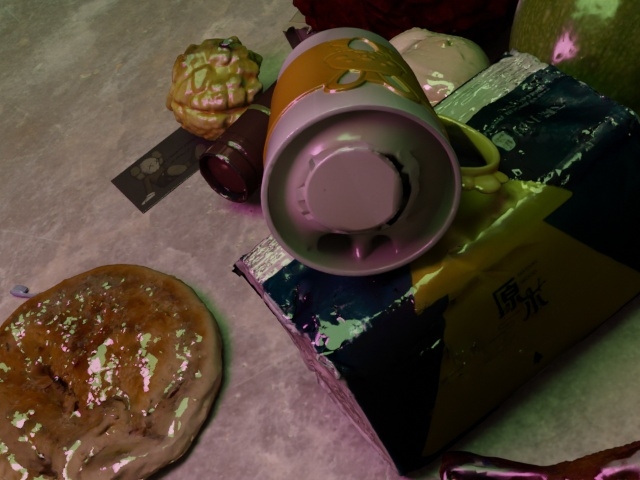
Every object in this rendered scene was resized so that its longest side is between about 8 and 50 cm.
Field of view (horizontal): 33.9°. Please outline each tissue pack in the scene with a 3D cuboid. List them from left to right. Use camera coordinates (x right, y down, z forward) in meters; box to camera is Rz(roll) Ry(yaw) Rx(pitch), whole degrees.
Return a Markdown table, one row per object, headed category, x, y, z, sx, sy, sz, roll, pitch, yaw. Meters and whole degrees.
| category | x | y | z | sx | sy | sz | roll | pitch | yaw |
| --- | --- | --- | --- | --- | --- | --- | --- | --- | --- |
| tissue pack | 0.151 | 0.023 | 1.166 | 0.416 | 0.264 | 0.253 | -36 | 44 | -8 |

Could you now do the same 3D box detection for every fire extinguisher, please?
| category | x | y | z | sx | sy | sz | roll | pitch | yaw |
| --- | --- | --- | --- | --- | --- | --- | --- | --- | --- |
| fire extinguisher | -0.050 | -0.197 | 1.608 | 0.141 | 0.105 | 0.341 | -7 | 36 | 52 |

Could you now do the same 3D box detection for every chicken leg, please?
| category | x | y | z | sx | sy | sz | roll | pitch | yaw |
| --- | --- | --- | --- | --- | --- | --- | --- | --- | --- |
| chicken leg | 0.307 | 0.219 | 1.026 | 0.407 | 0.096 | 0.158 | -17 | 40 | 16 |

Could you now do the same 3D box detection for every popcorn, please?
| category | x | y | z | sx | sy | sz | roll | pitch | yaw |
| --- | --- | --- | --- | --- | --- | --- | --- | --- | --- |
| popcorn | -0.159 | -0.245 | 1.674 | 0.173 | 0.142 | 0.173 | -18 | 52 | 25 |

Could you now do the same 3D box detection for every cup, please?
| category | x | y | z | sx | sy | sz | roll | pitch | yaw |
| --- | --- | --- | --- | --- | --- | --- | --- | --- | --- |
| cup | 0.058 | -0.095 | 1.033 | 0.241 | 0.185 | 0.226 | 5 | 35 | -9 |

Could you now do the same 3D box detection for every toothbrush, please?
| category | x | y | z | sx | sy | sz | roll | pitch | yaw |
| --- | --- | --- | --- | --- | --- | --- | --- | --- | --- |
| toothbrush | -0.399 | 0.083 | 1.588 | 0.193 | 0.013 | 0.019 | 4 | 43 | 32 |

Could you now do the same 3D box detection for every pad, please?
| category | x | y | z | sx | sy | sz | roll | pitch | yaw |
| --- | --- | --- | --- | --- | --- | --- | --- | --- | --- |
| pad | -0.243 | -0.130 | 1.715 | 0.190 | 0.004 | 0.127 | -40 | 44 | -12 |

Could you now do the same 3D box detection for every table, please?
| category | x | y | z | sx | sy | sz | roll | pitch | yaw |
| --- | --- | --- | --- | --- | --- | --- | --- | --- | --- |
| table | -0.005 | -0.347 | 1.739 | 0.062 | 0.079 | 0.083 | 14 | 59 | 39 |

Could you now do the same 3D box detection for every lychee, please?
| category | x | y | z | sx | sy | sz | roll | pitch | yaw |
| --- | --- | --- | --- | --- | --- | --- | --- | --- | --- |
| lychee | 0.119 | -0.457 | 1.527 | 0.500 | 0.425 | 0.424 | -15 | 33 | -34 |

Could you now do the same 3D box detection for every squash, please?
| category | x | y | z | sx | sy | sz | roll | pitch | yaw |
| --- | --- | --- | --- | --- | --- | --- | --- | --- | --- |
| squash | 0.361 | -0.266 | 1.310 | 0.310 | 0.310 | 0.309 | 17 | 61 | 38 |

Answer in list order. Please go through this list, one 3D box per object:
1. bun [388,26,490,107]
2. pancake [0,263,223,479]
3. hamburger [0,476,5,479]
| category | x | y | z | sx | sy | sz | roll | pitch | yaw |
| --- | --- | --- | --- | --- | --- | --- | --- | --- | --- |
| bun | 0.116 | -0.163 | 1.379 | 0.160 | 0.259 | 0.259 | 11 | 47 | -8 |
| pancake | -0.307 | 0.179 | 1.393 | 0.387 | 0.082 | 0.387 | -11 | 47 | 12 |
| hamburger | -0.386 | 0.340 | 1.252 | 0.141 | 0.126 | 0.081 | 9 | 45 | 41 |
